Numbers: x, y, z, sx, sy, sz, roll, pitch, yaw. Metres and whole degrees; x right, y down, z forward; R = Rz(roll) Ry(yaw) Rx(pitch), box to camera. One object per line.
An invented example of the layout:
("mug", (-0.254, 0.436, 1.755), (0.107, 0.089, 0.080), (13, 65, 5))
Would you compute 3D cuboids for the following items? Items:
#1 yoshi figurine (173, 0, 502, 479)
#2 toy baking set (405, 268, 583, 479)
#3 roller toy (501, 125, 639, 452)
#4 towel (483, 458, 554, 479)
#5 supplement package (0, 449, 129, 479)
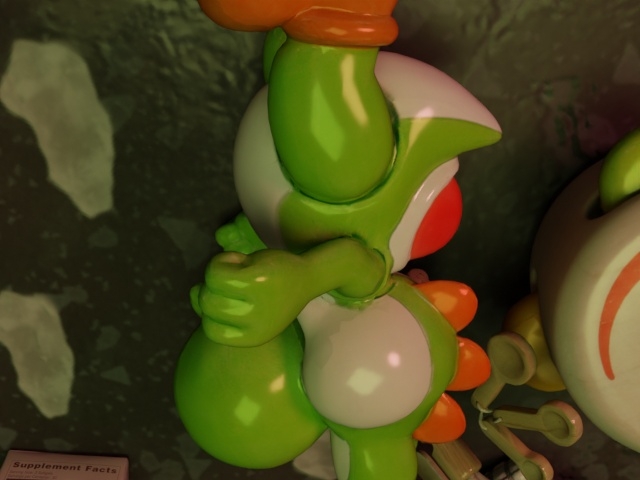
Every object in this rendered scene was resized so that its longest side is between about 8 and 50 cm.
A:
("yoshi figurine", (-0.027, 0.007, 0.520), (0.203, 0.204, 0.362), (12, 119, 42))
("toy baking set", (0.096, 0.146, 0.617), (0.030, 0.197, 0.256), (-26, 122, -33))
("roller toy", (0.238, 0.035, 0.565), (0.191, 0.146, 0.209), (21, 108, -2))
("towel", (0.183, 0.344, 0.745), (0.235, 0.121, 0.283), (-38, 112, 17))
("supplement package", (-0.216, 0.265, 0.670), (0.105, 0.179, 0.105), (4, 118, -2))
